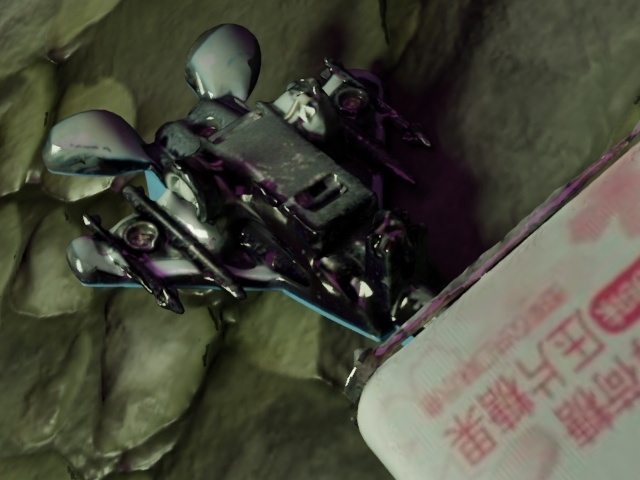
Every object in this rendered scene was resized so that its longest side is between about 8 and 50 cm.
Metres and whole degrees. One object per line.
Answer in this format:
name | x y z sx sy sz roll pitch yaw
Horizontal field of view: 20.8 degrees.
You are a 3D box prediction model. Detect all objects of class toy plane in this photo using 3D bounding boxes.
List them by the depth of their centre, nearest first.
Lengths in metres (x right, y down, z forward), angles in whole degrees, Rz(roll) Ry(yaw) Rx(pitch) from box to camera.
toy plane | -0.001 -0.006 0.705 0.169 0.078 0.246 -34 43 -25

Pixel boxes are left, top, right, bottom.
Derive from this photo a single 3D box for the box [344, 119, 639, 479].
box | 0.167 0.111 0.481 0.190 0.112 0.370 -41 48 2
